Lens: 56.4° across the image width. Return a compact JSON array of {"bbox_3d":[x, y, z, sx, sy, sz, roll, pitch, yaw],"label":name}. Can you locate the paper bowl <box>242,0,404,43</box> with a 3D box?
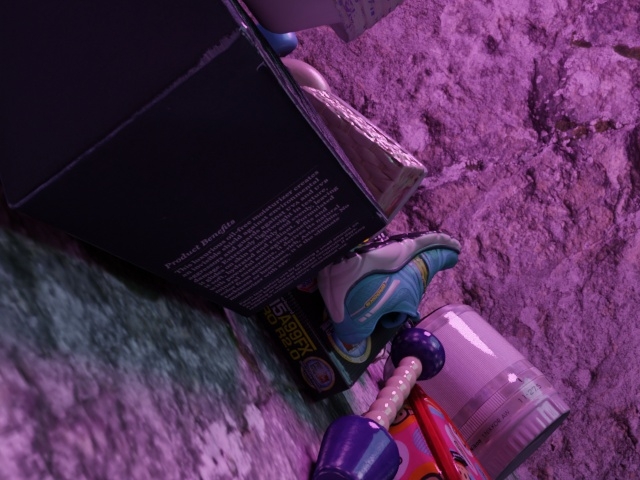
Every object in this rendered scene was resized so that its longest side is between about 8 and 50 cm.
[{"bbox_3d":[-0.043,-0.302,0.525,0.284,0.148,0.284,54,7,-10],"label":"paper bowl"}]

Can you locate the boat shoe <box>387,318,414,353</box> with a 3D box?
[{"bbox_3d":[0.203,0.246,1.412,0.183,0.083,0.065,52,10,-36],"label":"boat shoe"}]

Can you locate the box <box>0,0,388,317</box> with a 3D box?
[{"bbox_3d":[-0.122,-0.126,0.514,0.296,0.183,0.294,59,7,29],"label":"box"}]

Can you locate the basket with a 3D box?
[{"bbox_3d":[0.024,-0.091,0.697,0.167,0.113,0.103,40,14,12],"label":"basket"}]

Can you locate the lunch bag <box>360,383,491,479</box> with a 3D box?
[{"bbox_3d":[0.162,0.331,0.742,0.293,0.120,0.258,55,4,-20],"label":"lunch bag"}]

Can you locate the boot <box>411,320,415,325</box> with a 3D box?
[{"bbox_3d":[0.187,0.175,1.607,0.178,0.085,0.236,59,1,29],"label":"boot"}]

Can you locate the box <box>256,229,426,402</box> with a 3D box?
[{"bbox_3d":[0.016,0.042,0.765,0.216,0.060,0.270,57,34,0],"label":"box"}]

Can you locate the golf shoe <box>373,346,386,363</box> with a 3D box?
[{"bbox_3d":[0.065,0.138,0.943,0.120,0.105,0.273,69,12,12],"label":"golf shoe"}]

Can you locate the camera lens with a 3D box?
[{"bbox_3d":[0.264,0.265,1.058,0.274,0.219,0.219,46,1,30],"label":"camera lens"}]

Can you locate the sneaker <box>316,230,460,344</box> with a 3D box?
[{"bbox_3d":[0.089,0.050,0.735,0.275,0.107,0.109,-15,95,-51],"label":"sneaker"}]

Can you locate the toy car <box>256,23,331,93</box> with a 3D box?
[{"bbox_3d":[-0.094,-0.168,0.886,0.238,0.210,0.219,-163,-130,-83],"label":"toy car"}]

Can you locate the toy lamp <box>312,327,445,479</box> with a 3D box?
[{"bbox_3d":[0.069,0.178,0.629,0.080,0.080,0.275,57,31,-2],"label":"toy lamp"}]
